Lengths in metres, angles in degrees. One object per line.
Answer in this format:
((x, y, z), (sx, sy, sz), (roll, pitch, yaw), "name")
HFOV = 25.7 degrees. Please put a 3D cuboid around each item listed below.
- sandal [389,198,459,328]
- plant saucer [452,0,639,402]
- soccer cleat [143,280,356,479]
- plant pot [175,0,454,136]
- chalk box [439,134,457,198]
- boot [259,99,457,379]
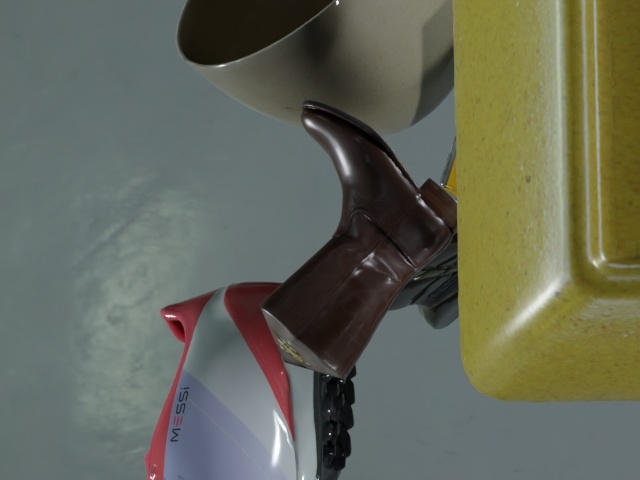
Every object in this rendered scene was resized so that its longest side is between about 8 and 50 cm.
((0.071, 0.008, 0.893), (0.090, 0.219, 0.060), (-42, 69, 18), "sandal")
((0.213, -0.096, 0.550), (0.333, 0.081, 0.332), (-1, 92, 11), "plant saucer")
((-0.048, 0.164, 0.790), (0.117, 0.108, 0.318), (-4, 56, 13), "soccer cleat")
((0.033, -0.208, 1.331), (0.284, 0.191, 0.284), (-31, 34, 23), "plant pot")
((0.271, -0.135, 1.262), (0.179, 0.180, 0.289), (36, 66, 12), "chalk box")
((0.000, 0.000, 0.695), (0.106, 0.037, 0.114), (38, 81, 13), "boot")
